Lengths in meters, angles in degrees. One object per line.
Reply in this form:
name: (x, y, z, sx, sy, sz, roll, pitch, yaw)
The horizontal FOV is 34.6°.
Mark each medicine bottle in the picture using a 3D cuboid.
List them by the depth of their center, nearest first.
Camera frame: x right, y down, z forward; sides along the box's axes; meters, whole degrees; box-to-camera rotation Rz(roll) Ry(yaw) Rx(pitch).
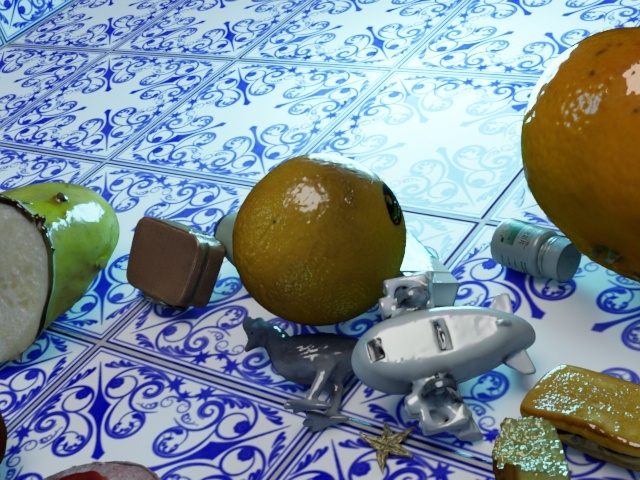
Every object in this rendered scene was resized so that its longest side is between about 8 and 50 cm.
medicine bottle: (0.342, 0.017, 1.632, 0.080, 0.080, 0.130, -37, 37, -27)

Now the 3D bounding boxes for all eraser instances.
eraser: (0.137, 0.036, 1.699, 0.095, 0.052, 0.225, 2, 26, -24)

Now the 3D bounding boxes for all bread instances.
bread: (0.252, 0.293, 1.232, 0.086, 0.125, 0.156, -6, 16, 4)
bread: (0.364, 0.228, 1.315, 0.200, 0.077, 0.116, 14, 46, 42)

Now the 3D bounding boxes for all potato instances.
potato: (-0.551, 0.059, 1.916, 0.397, 0.290, 0.296, -48, -8, 20)

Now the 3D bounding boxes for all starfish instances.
starfish: (0.089, 0.283, 1.419, 0.092, 0.016, 0.086, 13, 42, 30)

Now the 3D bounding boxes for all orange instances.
orange: (0.483, -0.108, 1.469, 0.424, 0.424, 0.326, 30, 88, 49)
orange: (0.000, 0.000, 1.563, 0.274, 0.274, 0.274, -12, 33, 8)

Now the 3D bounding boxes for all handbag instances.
handbag: (-0.265, 0.043, 1.833, 0.193, 0.151, 0.072, 22, 7, 41)

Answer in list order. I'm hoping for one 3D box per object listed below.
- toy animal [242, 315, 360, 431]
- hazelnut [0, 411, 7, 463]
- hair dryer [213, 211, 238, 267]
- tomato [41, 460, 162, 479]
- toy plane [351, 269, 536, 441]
toy animal: (0.015, 0.190, 1.532, 0.367, 0.081, 0.206, 2, 39, 22)
hazelnut: (-0.591, 0.306, 1.550, 0.229, 0.229, 0.229, -12, 33, 8)
hair dryer: (-0.006, 0.016, 1.804, 0.298, 0.119, 0.296, -16, 37, -21)
tomato: (-0.296, 0.391, 1.356, 0.228, 0.112, 0.199, 10, 34, 34)
toy plane: (0.174, 0.154, 1.439, 0.267, 0.122, 0.267, 1, 58, -2)
